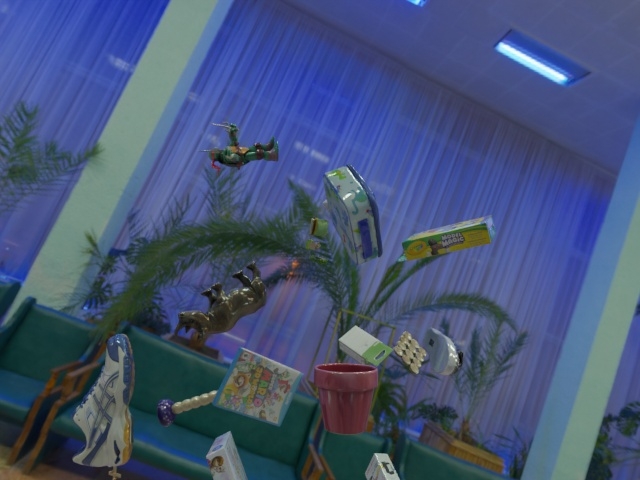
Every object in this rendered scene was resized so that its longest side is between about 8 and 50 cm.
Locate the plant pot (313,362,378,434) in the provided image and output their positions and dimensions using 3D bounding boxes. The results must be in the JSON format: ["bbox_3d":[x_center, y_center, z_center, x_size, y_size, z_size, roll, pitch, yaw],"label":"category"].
[{"bbox_3d":[0.076,0.480,1.259,0.201,0.181,0.201,2,-8,0],"label":"plant pot"}]

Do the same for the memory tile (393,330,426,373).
[{"bbox_3d":[0.305,0.380,1.404,0.113,0.012,0.148,47,31,8],"label":"memory tile"}]

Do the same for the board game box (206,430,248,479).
[{"bbox_3d":[-0.292,0.847,1.409,0.318,0.065,0.319,116,-49,-71],"label":"board game box"}]

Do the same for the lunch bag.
[{"bbox_3d":[0.083,-0.057,1.000,0.219,0.090,0.176,74,-7,-45],"label":"lunch bag"}]

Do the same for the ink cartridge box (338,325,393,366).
[{"bbox_3d":[0.184,0.445,1.682,0.209,0.108,0.062,26,-44,41],"label":"ink cartridge box"}]

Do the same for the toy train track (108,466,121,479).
[{"bbox_3d":[-0.621,0.687,1.236,0.048,0.084,0.014,2,-3,20],"label":"toy train track"}]

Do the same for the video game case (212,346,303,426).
[{"bbox_3d":[-0.123,0.303,0.846,0.166,0.119,0.015,34,-16,-31],"label":"video game case"}]

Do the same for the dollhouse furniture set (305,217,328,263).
[{"bbox_3d":[0.000,0.000,1.410,0.076,0.152,0.058,6,6,-39],"label":"dollhouse furniture set"}]

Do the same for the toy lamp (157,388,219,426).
[{"bbox_3d":[-0.289,0.413,1.087,0.274,0.080,0.080,-19,-12,1],"label":"toy lamp"}]

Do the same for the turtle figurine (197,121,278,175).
[{"bbox_3d":[-0.248,-0.274,1.235,0.233,0.175,0.118,-4,-42,-16],"label":"turtle figurine"}]

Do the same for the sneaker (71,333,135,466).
[{"bbox_3d":[-0.503,0.368,0.948,0.130,0.297,0.112,1,-9,-15],"label":"sneaker"}]

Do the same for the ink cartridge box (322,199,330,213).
[{"bbox_3d":[0.085,-0.144,1.458,0.063,0.109,0.150,52,-14,-16],"label":"ink cartridge box"}]

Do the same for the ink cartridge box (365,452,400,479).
[{"bbox_3d":[0.272,1.042,1.789,0.072,0.128,0.175,14,16,-20],"label":"ink cartridge box"}]

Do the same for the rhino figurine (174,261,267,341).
[{"bbox_3d":[-0.221,0.150,0.936,0.106,0.243,0.073,58,-36,0],"label":"rhino figurine"}]

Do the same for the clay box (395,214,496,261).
[{"bbox_3d":[0.291,-0.003,0.976,0.221,0.053,0.127,-14,4,29],"label":"clay box"}]

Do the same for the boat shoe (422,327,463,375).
[{"bbox_3d":[0.299,0.268,0.972,0.075,0.080,0.228,22,0,3],"label":"boat shoe"}]
